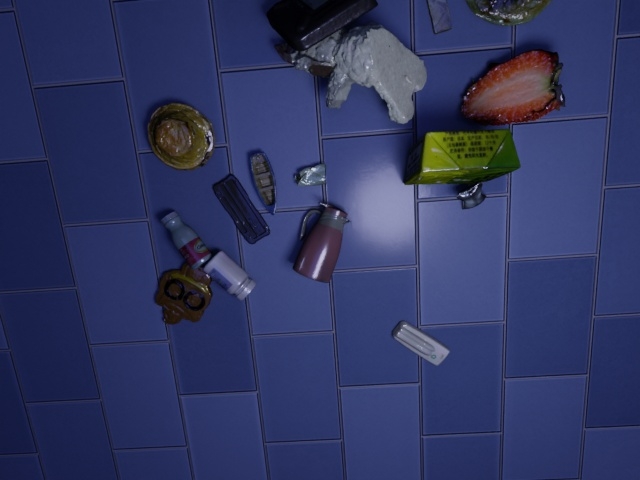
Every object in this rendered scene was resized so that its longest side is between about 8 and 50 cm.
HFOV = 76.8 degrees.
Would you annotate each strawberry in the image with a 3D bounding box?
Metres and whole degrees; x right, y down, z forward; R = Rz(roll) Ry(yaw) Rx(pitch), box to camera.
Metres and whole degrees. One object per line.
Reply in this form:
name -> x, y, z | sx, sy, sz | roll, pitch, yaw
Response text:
strawberry -> 0.632, -0.490, 1.343 | 0.307, 0.138, 0.233 | -6, 84, 28

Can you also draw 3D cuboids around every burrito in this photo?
burrito -> -0.034, -0.232, 1.446 | 0.118, 0.044, 0.074 | -7, 100, 1

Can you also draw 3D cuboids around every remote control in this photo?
remote control -> 0.392, 0.404, 1.579 | 0.230, 0.049, 0.090 | 32, 104, -7

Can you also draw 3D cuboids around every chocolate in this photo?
chocolate -> 0.435, -0.261, 1.304 | 0.289, 0.301, 0.137 | -3, 90, 1

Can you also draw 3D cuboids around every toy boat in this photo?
toy boat -> 0.392, -0.747, 1.329 | 0.063, 0.016, 0.115 | -16, 103, 5
toy boat -> -0.197, -0.204, 1.456 | 0.080, 0.046, 0.228 | -15, 103, 4

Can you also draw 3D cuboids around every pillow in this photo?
pillow -> 0.531, -0.153, 1.413 | 0.091, 0.136, 0.055 | -51, 54, 1

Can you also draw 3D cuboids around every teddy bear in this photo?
teddy bear -> 0.095, -0.569, 1.328 | 0.375, 0.362, 0.327 | 31, 78, -43

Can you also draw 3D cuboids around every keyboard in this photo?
keyboard -> -0.292, -0.112, 1.495 | 0.106, 0.016, 0.262 | -31, 100, 8

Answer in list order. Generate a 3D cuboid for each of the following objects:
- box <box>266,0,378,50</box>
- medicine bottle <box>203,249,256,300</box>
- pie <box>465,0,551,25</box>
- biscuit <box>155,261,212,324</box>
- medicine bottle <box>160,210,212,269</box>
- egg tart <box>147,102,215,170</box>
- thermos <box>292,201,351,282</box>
box -> -0.007, -0.707, 1.222 | 0.289, 0.290, 0.073 | -31, 141, 2
medicine bottle -> -0.337, 0.132, 1.509 | 0.187, 0.103, 0.103 | 44, 100, -8
pie -> 0.603, -0.844, 1.275 | 0.323, 0.070, 0.323 | 1, 104, 3
biscuit -> -0.532, 0.210, 1.565 | 0.209, 0.041, 0.290 | 29, 102, -4
medicine bottle -> -0.495, -0.002, 1.488 | 0.090, 0.090, 0.216 | -35, 94, 9
egg tart -> -0.489, -0.357, 1.402 | 0.241, 0.106, 0.240 | 0, 107, 0
thermos -> 0.000, 0.000, 1.460 | 0.176, 0.146, 0.264 | 22, 95, 22
